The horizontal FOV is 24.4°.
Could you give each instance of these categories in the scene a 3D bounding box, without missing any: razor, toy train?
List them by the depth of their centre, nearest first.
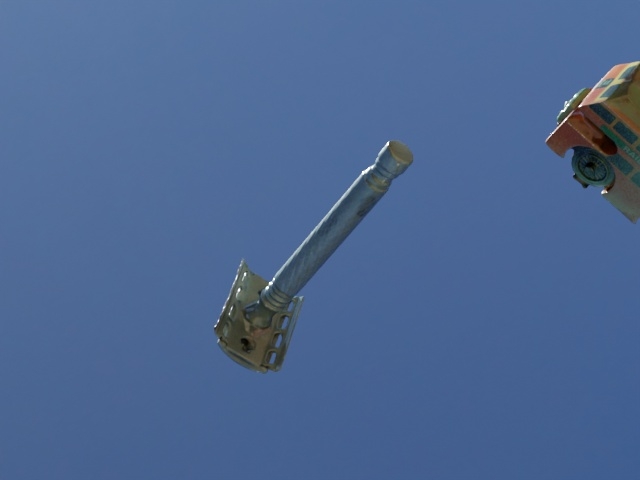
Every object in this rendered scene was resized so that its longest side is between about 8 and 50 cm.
[{"bbox_3d":[0.279,-0.060,1.206,0.188,0.099,0.072,42,-128,4],"label":"toy train"},{"bbox_3d":[0.000,0.000,1.212,0.068,0.232,0.106,32,-145,-11],"label":"razor"}]
